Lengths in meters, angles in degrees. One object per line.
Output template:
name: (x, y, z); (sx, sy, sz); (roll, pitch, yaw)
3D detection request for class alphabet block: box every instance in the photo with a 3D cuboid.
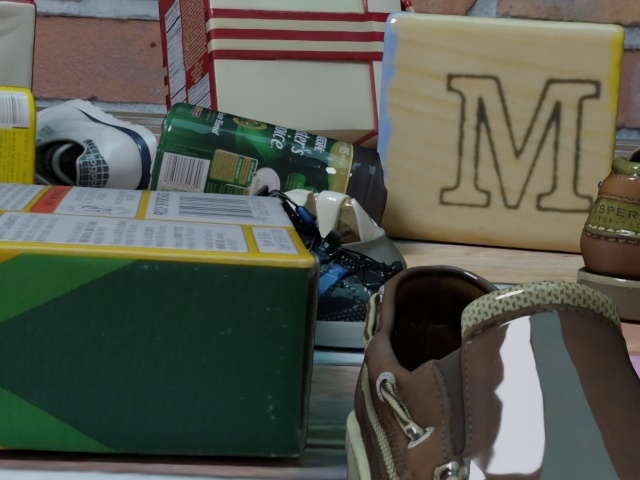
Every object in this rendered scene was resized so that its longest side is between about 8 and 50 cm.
alphabet block: (0.158, -0.100, 1.193); (0.197, 0.193, 0.192); (5, 10, 9)

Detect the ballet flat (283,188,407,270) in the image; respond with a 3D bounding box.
ballet flat: (0.000, 0.000, 0.865); (0.072, 0.068, 0.213); (8, 9, 28)

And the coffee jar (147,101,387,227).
coffee jar: (-0.038, -0.050, 1.063); (0.184, 0.079, 0.096); (14, 15, -4)

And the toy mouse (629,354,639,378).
toy mouse: (0.131, 0.060, 0.627); (0.143, 0.031, 0.161); (3, 8, -4)

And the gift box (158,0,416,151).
gift box: (-0.033, -0.183, 1.549); (0.258, 0.276, 0.255); (-4, -3, -20)

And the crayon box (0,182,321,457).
crayon box: (-0.172, 0.022, 0.581); (0.323, 0.083, 0.203); (4, 8, -6)

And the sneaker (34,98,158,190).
sneaker: (-0.261, -0.091, 1.364); (0.095, 0.090, 0.235); (-15, 17, -38)

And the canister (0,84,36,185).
canister: (-0.287, -0.052, 0.923); (0.170, 0.126, 0.073); (2, 8, -28)

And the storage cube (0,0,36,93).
storage cube: (-0.353, -0.130, 1.164); (0.184, 0.215, 0.193); (1, 15, -22)

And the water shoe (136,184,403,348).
water shoe: (-0.020, 0.012, 0.730); (0.203, 0.080, 0.073); (3, 9, 1)

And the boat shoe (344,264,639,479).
boat shoe: (0.054, 0.058, 0.377); (0.095, 0.095, 0.257); (1, 8, -14)

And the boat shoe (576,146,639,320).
boat shoe: (0.262, -0.016, 0.953); (0.111, 0.104, 0.307); (6, 9, 21)
